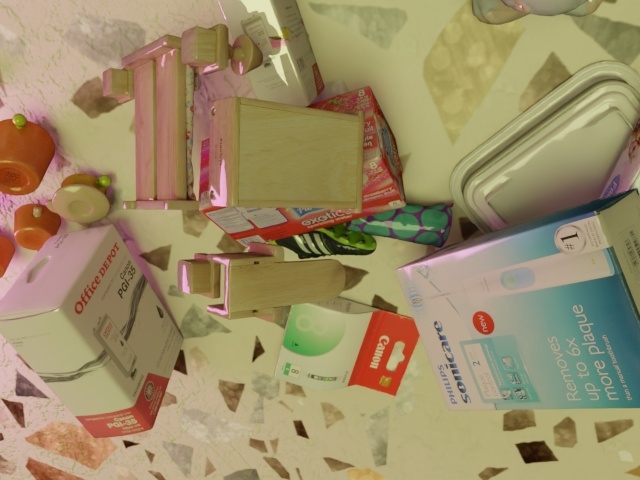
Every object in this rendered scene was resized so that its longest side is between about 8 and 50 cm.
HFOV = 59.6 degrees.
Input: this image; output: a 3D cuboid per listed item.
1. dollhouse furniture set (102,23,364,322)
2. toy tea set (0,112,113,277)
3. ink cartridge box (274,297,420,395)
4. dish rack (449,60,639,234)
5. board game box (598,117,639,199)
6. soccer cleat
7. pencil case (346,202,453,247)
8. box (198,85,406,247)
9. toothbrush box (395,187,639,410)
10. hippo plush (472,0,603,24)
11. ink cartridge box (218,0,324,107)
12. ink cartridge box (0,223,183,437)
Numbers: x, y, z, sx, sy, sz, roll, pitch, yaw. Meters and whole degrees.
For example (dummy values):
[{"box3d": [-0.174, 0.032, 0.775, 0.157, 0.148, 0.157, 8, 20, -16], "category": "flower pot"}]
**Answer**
[{"box3d": [-0.128, -0.080, 0.704, 0.356, 0.174, 0.303, 6, 96, 50], "category": "dollhouse furniture set"}, {"box3d": [-0.513, -0.069, 0.931, 0.336, 0.124, 0.200, -29, 138, 19], "category": "toy tea set"}, {"box3d": [0.045, 0.191, 0.968, 0.225, 0.056, 0.180, 17, 119, 4], "category": "ink cartridge box"}, {"box3d": [0.379, -0.040, 0.776, 0.286, 0.072, 0.333, -38, 105, 24], "category": "dish rack"}, {"box3d": [0.502, 0.021, 0.706, 0.318, 0.066, 0.318, 15, 120, 2], "category": "board game box"}, {"box3d": [0.000, 0.000, 0.880, 0.179, 0.060, 0.072, 13, 128, 11], "category": "soccer cleat"}, {"box3d": [0.116, -0.036, 0.830, 0.152, 0.064, 0.070, 12, 81, 4], "category": "pencil case"}, {"box3d": [-0.025, -0.093, 0.769, 0.257, 0.122, 0.128, -14, 150, 18], "category": "box"}, {"box3d": [0.268, 0.088, 0.705, 0.296, 0.126, 0.216, -21, 89, 51], "category": "toothbrush box"}, {"box3d": [0.233, -0.351, 0.548, 0.235, 0.236, 0.294, -22, 111, 21], "category": "hippo plush"}, {"box3d": [-0.065, -0.270, 0.717, 0.067, 0.115, 0.198, -13, 112, 18], "category": "ink cartridge box"}, {"box3d": [-0.355, 0.148, 0.906, 0.117, 0.207, 0.282, -11, 126, 13], "category": "ink cartridge box"}]
